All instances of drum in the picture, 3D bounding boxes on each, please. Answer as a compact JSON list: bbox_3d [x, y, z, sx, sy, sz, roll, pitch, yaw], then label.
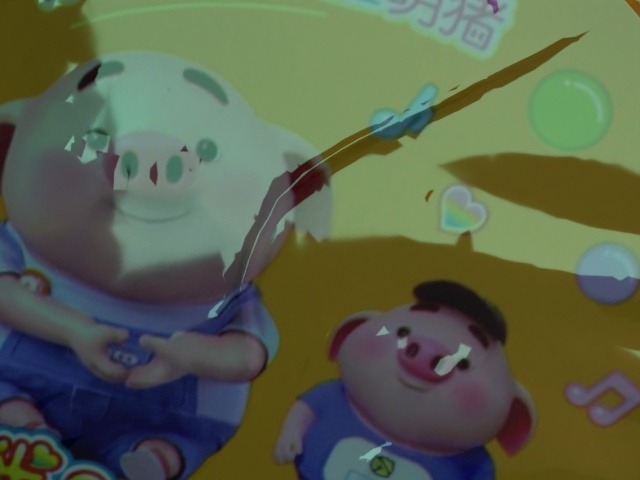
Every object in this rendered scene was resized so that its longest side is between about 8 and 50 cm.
[{"bbox_3d":[0.000,0.000,0.954,0.431,0.214,0.431,2,104,8],"label":"drum"}]
